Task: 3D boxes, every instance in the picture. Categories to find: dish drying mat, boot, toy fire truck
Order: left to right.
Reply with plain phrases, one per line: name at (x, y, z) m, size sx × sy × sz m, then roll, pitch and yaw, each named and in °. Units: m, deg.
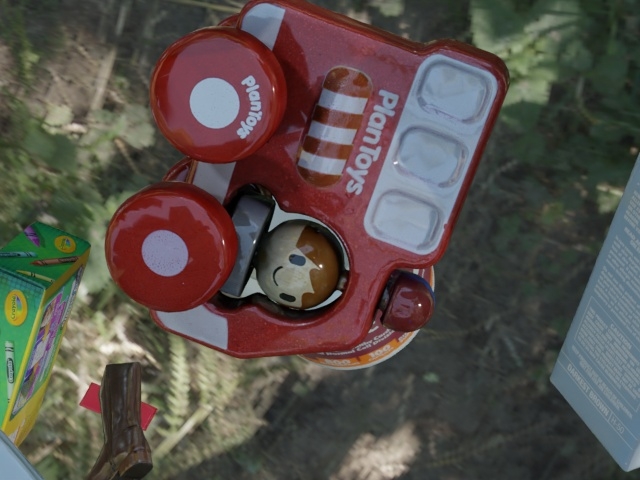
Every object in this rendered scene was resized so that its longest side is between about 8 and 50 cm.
boot at (-0.191, 0.172, 1.255) m, size 0.106 × 0.114 × 0.037 m, roll -36°, pitch 140°, yaw 25°
dish drying mat at (-0.226, 0.186, 1.578) m, size 0.008 × 0.083 × 0.032 m, roll 87°, pitch 26°, yaw -58°
toy fire truck at (-0.012, -0.038, 1.114) m, size 0.254 × 0.169 × 0.302 m, roll 20°, pitch 107°, yaw 6°

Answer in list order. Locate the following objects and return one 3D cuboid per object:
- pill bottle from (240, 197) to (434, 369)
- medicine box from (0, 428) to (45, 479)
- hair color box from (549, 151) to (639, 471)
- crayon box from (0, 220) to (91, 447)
pill bottle at (0.000, 0.000, 1.600) m, size 0.224 × 0.224 × 0.392 m, roll -52°, pitch 160°, yaw -7°
medicine box at (-0.258, 0.249, 0.856) m, size 0.263 × 0.289 × 0.149 m, roll -40°, pitch 81°, yaw -15°
hair color box at (0.323, -0.006, 1.061) m, size 0.185 × 0.113 × 0.374 m, roll -13°, pitch 137°, yaw -27°
crayon box at (-0.372, 0.134, 1.691) m, size 0.081 × 0.165 × 0.278 m, roll 22°, pitch 110°, yaw 2°
